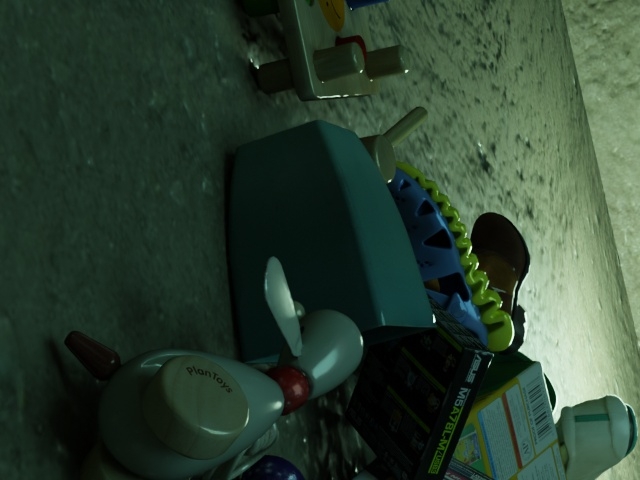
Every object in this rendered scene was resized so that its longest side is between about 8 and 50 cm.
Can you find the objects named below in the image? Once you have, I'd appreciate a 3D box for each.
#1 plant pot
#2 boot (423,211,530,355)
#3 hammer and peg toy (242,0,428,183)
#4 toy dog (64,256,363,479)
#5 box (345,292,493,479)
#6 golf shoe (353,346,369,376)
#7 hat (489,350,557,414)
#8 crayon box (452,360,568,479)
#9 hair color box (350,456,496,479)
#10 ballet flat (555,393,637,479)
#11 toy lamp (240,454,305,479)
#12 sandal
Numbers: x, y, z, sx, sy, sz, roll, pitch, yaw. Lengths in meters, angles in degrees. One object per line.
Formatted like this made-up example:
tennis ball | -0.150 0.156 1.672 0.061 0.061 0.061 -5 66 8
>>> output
plant pot | 0.000 0.000 1.462 0.165 0.165 0.234 11 65 -65
boot | 0.202 0.009 2.041 0.280 0.096 0.264 38 46 -37
hammer and peg toy | 0.013 -0.242 1.629 0.266 0.127 0.361 -22 101 -68
toy dog | -0.103 0.112 1.181 0.161 0.220 0.333 50 13 10
box | 0.107 0.166 1.540 0.045 0.190 0.184 14 104 -27
golf shoe | 0.085 0.163 1.706 0.176 0.069 0.086 -11 108 -60
hat | 0.253 0.275 2.087 0.208 0.183 0.173 22 33 -12
crayon box | 0.209 0.312 1.826 0.323 0.083 0.203 -25 105 -49
hair color box | 0.095 0.339 1.486 0.347 0.174 0.105 -22 135 -66
ballet flat | 0.352 0.348 2.081 0.400 0.139 0.139 111 -13 -55
toy lamp | -0.086 0.295 1.237 0.275 0.080 0.080 -52 127 -60
sandal | 0.136 0.039 1.810 0.317 0.138 0.126 61 -16 -9
